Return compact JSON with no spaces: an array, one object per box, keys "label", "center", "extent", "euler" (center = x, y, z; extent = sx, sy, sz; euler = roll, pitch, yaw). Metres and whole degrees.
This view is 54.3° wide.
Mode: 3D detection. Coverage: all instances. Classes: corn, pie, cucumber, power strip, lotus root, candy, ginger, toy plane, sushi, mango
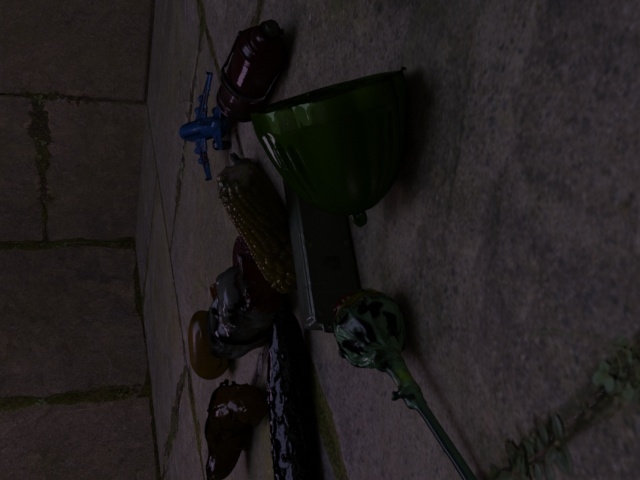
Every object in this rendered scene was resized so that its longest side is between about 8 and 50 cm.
[{"label":"corn","center":[-0.076,-0.012,0.932],"extent":[0.288,0.086,0.087],"euler":[66,-176,-54]},{"label":"pie","center":[-0.156,0.062,1.318],"extent":[0.154,0.036,0.155],"euler":[179,90,-68]},{"label":"cucumber","center":[-0.050,0.263,1.019],"extent":[0.081,0.072,0.304],"euler":[141,126,-66]},{"label":"power strip","center":[-0.001,0.000,0.872],"extent":[0.052,0.078,0.272],"euler":[134,131,-59]},{"label":"lotus root","center":[0.028,-0.094,0.724],"extent":[0.186,0.186,0.186],"euler":[179,90,-68]},{"label":"candy","center":[0.099,0.170,0.664],"extent":[0.305,0.083,0.091],"euler":[57,141,40]},{"label":"ginger","center":[-0.192,0.395,1.341],"extent":[0.133,0.107,0.309],"euler":[55,142,28]},{"label":"toy plane","center":[-0.279,-0.271,1.516],"extent":[0.271,0.104,0.254],"euler":[-171,81,-69]},{"label":"sushi","center":[-0.148,0.137,1.178],"extent":[0.332,0.129,0.124],"euler":[124,136,-52]},{"label":"mango","center":[-0.272,0.251,1.510],"extent":[0.137,0.098,0.195],"euler":[-108,15,-45]}]

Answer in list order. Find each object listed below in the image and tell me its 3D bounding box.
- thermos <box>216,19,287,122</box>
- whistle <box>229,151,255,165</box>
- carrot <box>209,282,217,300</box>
[{"label":"thermos","center":[-0.118,-0.320,1.139],"extent":[0.124,0.098,0.232],"euler":[-59,6,-31]},{"label":"whistle","center":[-0.118,-0.083,1.182],"extent":[0.068,0.057,0.326],"euler":[51,-175,-37]},{"label":"carrot","center":[-0.231,0.163,1.505],"extent":[0.048,0.048,0.139],"euler":[110,147,-42]}]
